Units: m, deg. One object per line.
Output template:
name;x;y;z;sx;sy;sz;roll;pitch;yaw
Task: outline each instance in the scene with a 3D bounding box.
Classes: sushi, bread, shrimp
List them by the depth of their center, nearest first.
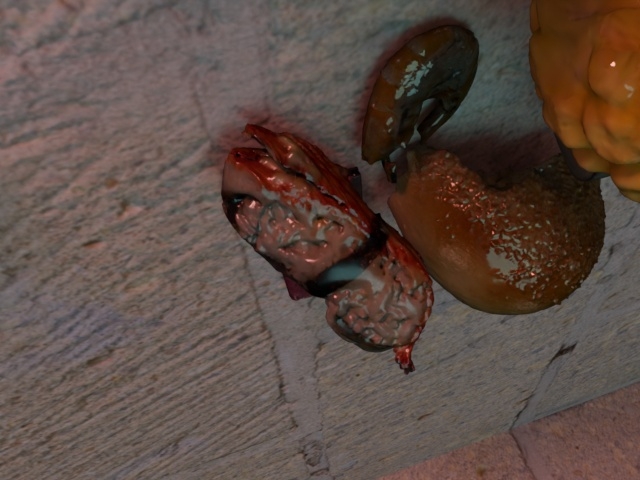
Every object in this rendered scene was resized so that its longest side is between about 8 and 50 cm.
shrimp;0.106;-0.137;0.707;0.132;0.052;0.188;-1;139;-30
sushi;0.016;0.010;0.733;0.130;0.124;0.332;-41;111;19
bread;0.237;-0.007;0.837;0.313;0.192;0.171;8;159;-31

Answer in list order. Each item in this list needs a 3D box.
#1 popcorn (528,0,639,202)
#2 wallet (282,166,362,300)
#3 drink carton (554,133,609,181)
popcorn;0.320;-0.181;0.466;0.348;0.349;0.381;-28;160;9
wallet;0.000;0.000;0.872;0.119;0.025;0.232;-18;147;-5
drink carton;0.355;-0.148;0.718;0.189;0.186;0.191;-19;-179;6
